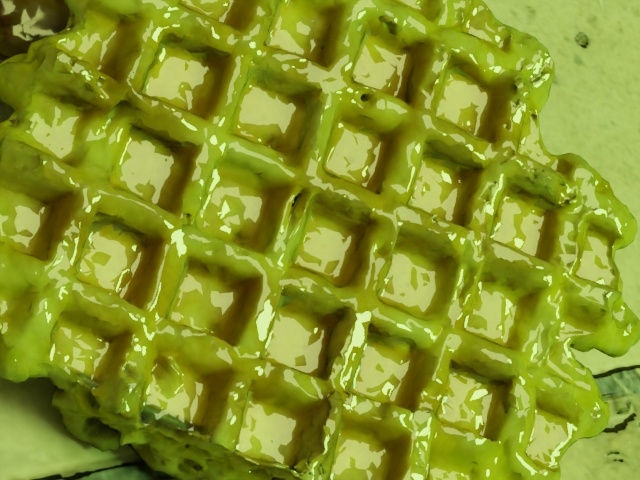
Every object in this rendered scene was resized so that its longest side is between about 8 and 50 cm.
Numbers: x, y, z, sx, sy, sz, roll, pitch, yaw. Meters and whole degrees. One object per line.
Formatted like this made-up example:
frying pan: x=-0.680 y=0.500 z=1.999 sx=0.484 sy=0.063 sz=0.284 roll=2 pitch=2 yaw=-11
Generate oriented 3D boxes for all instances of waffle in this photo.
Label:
waffle: x=-0.001 y=0.001 z=0.842 sx=0.307 sy=0.060 sz=0.312 roll=-37 pitch=93 yaw=-24

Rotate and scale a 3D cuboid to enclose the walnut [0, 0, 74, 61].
walnut: x=-0.141 y=-0.142 z=0.901 sx=0.143 sy=0.069 sz=0.170 roll=-13 pitch=67 yaw=-44
